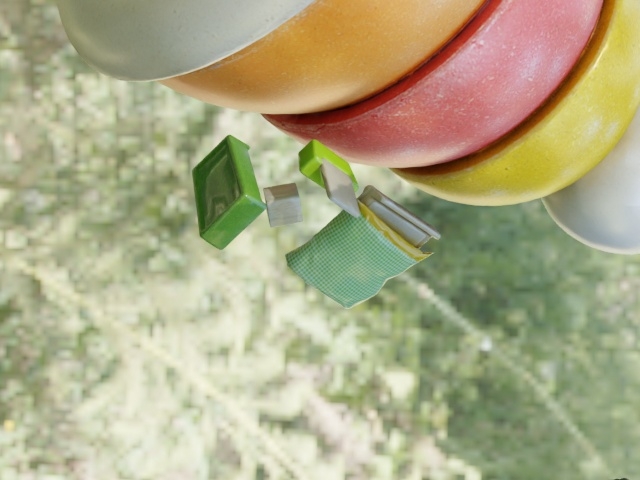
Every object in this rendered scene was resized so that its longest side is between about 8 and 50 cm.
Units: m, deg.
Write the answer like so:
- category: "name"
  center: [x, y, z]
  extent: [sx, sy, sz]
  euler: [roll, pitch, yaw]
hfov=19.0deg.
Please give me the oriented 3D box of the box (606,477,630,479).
- category: "box"
  center: [0.260, 0.413, 1.511]
  extent: [0.179, 0.312, 0.343]
  euler: [-2, 111, -40]

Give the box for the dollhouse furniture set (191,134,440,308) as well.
- category: "dollhouse furniture set"
  center: [0.000, 0.000, 1.059]
  extent: [0.152, 0.076, 0.058]
  euler: [33, 27, -34]

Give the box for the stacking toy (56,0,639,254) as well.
- category: "stacking toy"
  center: [0.097, -0.131, 1.254]
  extent: [0.480, 0.351, 0.350]
  euler: [41, 48, -32]
